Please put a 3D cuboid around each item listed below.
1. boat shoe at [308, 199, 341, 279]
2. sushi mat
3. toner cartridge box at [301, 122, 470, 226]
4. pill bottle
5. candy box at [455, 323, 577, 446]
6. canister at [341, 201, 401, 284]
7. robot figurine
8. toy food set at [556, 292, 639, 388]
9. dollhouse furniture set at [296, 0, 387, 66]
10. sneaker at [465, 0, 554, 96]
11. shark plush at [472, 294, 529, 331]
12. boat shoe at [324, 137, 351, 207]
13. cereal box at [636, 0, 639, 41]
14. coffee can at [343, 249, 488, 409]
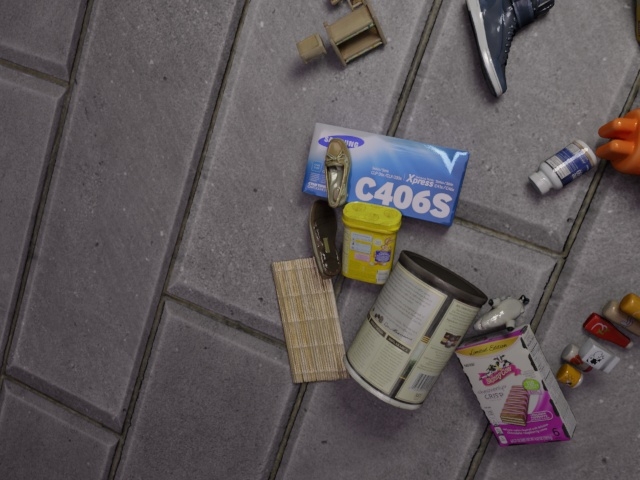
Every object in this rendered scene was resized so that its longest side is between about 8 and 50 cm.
[{"bbox_3d":[0.000,0.000,1.132,0.068,0.072,0.190,3,69,-21],"label":"boat shoe"},{"bbox_3d":[-0.026,0.199,1.184,0.151,0.019,0.317,-10,92,14],"label":"sushi mat"},{"bbox_3d":[0.143,-0.150,1.082,0.347,0.075,0.165,14,97,13],"label":"toner cartridge box"},{"bbox_3d":[0.499,-0.148,0.993,0.120,0.067,0.067,-36,85,15],"label":"pill bottle"},{"bbox_3d":[0.414,0.312,1.023,0.159,0.071,0.234,-28,86,39],"label":"candy box"},{"bbox_3d":[0.108,0.009,1.070,0.126,0.073,0.170,12,127,14],"label":"canister"},{"bbox_3d":[0.653,-0.180,0.913,0.219,0.158,0.128,7,139,5],"label":"robot figurine"},{"bbox_3d":[0.596,0.217,0.975,0.104,0.111,0.232,32,108,9],"label":"toy food set"},{"bbox_3d":[0.036,-0.487,1.093,0.181,0.101,0.161,-23,64,16],"label":"dollhouse furniture set"},{"bbox_3d":[0.403,-0.426,0.985,0.163,0.086,0.226,-12,90,18],"label":"sneaker"},{"bbox_3d":[0.388,0.144,1.013,0.073,0.161,0.067,49,140,13],"label":"shark plush"},{"bbox_3d":[0.034,-0.148,1.046,0.056,0.048,0.153,5,96,14],"label":"boat shoe"},{"bbox_3d":[0.719,-0.487,0.876,0.240,0.047,0.173,-16,125,16],"label":"cereal box"},{"bbox_3d":[0.198,0.188,1.029,0.201,0.201,0.275,30,101,11],"label":"coffee can"}]
